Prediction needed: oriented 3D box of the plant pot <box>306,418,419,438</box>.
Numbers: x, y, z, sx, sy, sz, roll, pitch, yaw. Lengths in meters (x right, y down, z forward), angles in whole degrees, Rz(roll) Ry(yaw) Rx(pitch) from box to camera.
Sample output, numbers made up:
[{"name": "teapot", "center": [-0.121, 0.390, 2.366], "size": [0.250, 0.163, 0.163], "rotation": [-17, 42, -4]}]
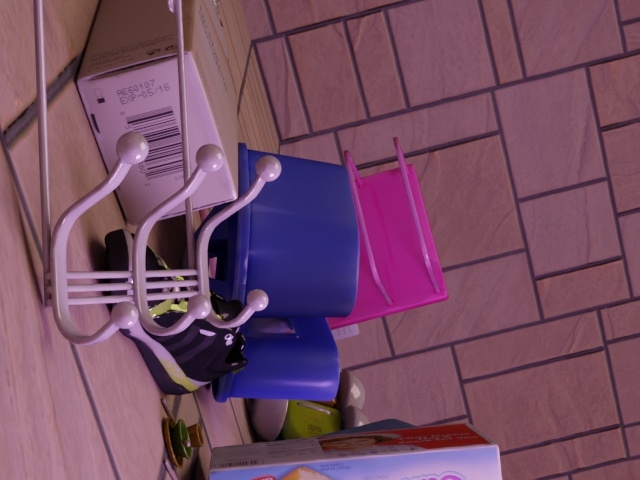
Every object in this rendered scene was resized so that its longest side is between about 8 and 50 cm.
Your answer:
[{"name": "plant pot", "center": [0.067, 0.361, 1.574], "size": [0.252, 0.247, 0.247], "rotation": [-113, -165, -50]}]

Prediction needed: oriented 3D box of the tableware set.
[{"name": "tableware set", "center": [-0.114, 0.222, 1.153], "size": [0.154, 0.024, 0.104], "rotation": [-101, 176, -47]}]

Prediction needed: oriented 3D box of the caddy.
[{"name": "caddy", "center": [-0.068, 0.034, 1.458], "size": [0.341, 0.179, 0.241], "rotation": [-99, -164, -61]}]

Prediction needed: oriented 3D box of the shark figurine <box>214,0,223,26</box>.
[{"name": "shark figurine", "center": [-0.182, -0.288, 1.597], "size": [0.278, 0.116, 0.166], "rotation": [-5, 114, -79]}]

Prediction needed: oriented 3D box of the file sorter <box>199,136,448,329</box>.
[{"name": "file sorter", "center": [0.000, 0.000, 1.739], "size": [0.182, 0.291, 0.202], "rotation": [58, 18, -70]}]

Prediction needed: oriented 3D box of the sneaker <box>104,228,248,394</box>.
[{"name": "sneaker", "center": [-0.119, 0.056, 1.131], "size": [0.234, 0.097, 0.084], "rotation": [70, 6, -58]}]

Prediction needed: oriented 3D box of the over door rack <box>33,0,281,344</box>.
[{"name": "over door rack", "center": [-0.131, -0.092, 0.967], "size": [0.239, 0.108, 0.324], "rotation": [2, 73, -69]}]

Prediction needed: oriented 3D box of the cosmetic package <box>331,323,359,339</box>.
[{"name": "cosmetic package", "center": [-0.037, 0.053, 2.018], "size": [0.151, 0.152, 0.183], "rotation": [70, 6, -48]}]

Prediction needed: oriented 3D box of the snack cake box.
[{"name": "snack cake box", "center": [0.029, 0.235, 1.220], "size": [0.152, 0.264, 0.089], "rotation": [145, -60, -86]}]

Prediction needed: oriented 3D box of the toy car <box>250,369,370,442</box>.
[{"name": "toy car", "center": [-0.026, 0.244, 1.734], "size": [0.182, 0.159, 0.136], "rotation": [-99, -150, -59]}]

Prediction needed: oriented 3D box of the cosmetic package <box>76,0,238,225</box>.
[{"name": "cosmetic package", "center": [-0.156, -0.159, 1.307], "size": [0.309, 0.113, 0.160], "rotation": [-96, 171, -62]}]
